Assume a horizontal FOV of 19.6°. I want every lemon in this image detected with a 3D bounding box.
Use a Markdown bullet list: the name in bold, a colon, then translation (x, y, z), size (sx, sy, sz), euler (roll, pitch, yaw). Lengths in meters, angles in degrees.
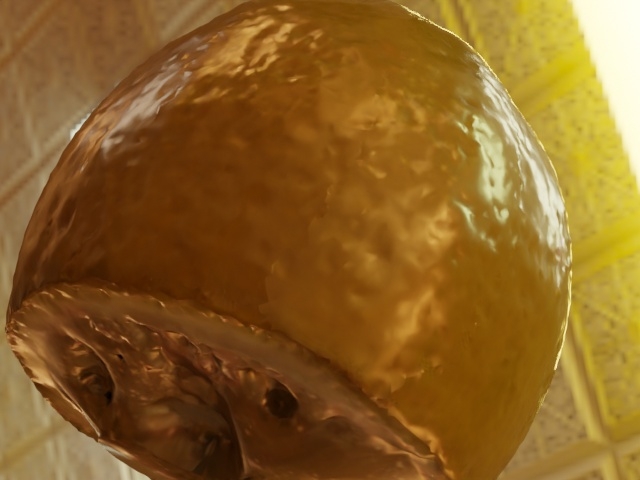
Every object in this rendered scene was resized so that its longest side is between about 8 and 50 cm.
- **lemon**: translation (0.000, 0.000, 1.187), size (0.364, 0.364, 0.364), euler (9, -78, 52)
